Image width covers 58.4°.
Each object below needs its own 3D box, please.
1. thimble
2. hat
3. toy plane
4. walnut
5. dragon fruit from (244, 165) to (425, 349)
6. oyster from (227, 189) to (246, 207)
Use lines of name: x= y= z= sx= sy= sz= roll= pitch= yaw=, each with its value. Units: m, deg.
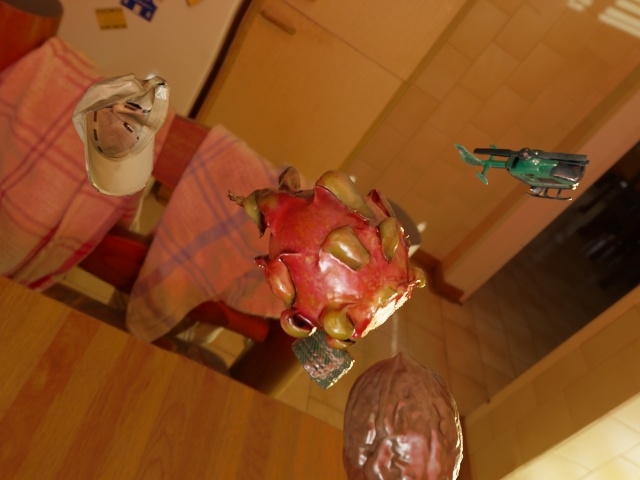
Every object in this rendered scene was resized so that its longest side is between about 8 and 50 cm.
thimble: x=0.006 y=0.235 z=1.176 sx=0.118 sy=0.090 sz=0.135 roll=52 pitch=-3 yaw=8
hat: x=-0.260 y=-0.138 z=0.746 sx=0.122 sy=0.081 sz=0.166 roll=8 pitch=76 yaw=-49
toy plane: x=0.313 y=-0.113 z=0.882 sx=0.096 sy=0.060 sz=0.235 roll=29 pitch=-8 yaw=-37
walnut: x=0.116 y=0.274 z=0.825 sx=0.178 sy=0.231 sz=0.178 roll=1 pitch=4 yaw=0
dragon fruit: x=0.005 y=0.017 z=0.854 sx=0.227 sy=0.307 sz=0.243 roll=-23 pitch=106 yaw=-24
oyster: x=-0.199 y=-0.101 z=1.422 sx=0.086 sy=0.029 sz=0.132 roll=17 pitch=7 yaw=4
